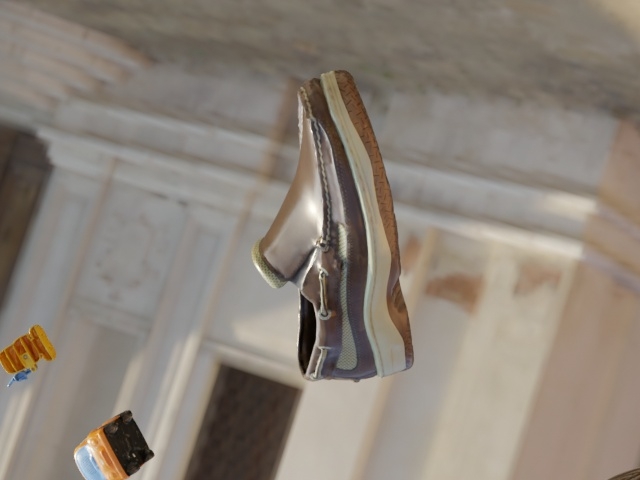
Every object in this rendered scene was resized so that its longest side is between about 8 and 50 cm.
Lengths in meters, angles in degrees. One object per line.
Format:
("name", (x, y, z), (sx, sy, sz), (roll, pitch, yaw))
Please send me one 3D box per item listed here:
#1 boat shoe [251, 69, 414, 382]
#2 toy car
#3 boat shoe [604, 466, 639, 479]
("boat shoe", (0.002, 0.005, 1.150), (0.095, 0.257, 0.095), (-14, -141, -3))
("toy car", (-0.146, 0.097, 1.006), (0.122, 0.040, 0.060), (57, -167, -18))
("boat shoe", (0.205, 0.262, 1.245), (0.105, 0.285, 0.089), (-16, 107, 42))
